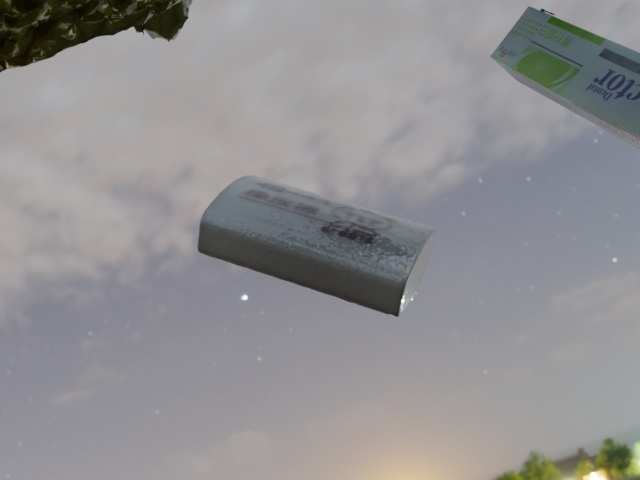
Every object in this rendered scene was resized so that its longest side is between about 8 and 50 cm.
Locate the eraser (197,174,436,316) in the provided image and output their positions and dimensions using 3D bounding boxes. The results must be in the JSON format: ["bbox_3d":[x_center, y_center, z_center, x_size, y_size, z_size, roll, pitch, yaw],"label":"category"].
[{"bbox_3d":[0.000,0.000,1.038,0.174,0.270,0.094,-46,-32,-60],"label":"eraser"}]

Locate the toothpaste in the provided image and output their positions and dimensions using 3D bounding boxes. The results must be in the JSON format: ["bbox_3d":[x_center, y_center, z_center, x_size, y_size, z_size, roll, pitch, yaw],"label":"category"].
[{"bbox_3d":[0.313,-0.168,0.870,0.067,0.336,0.081,29,-76,-34],"label":"toothpaste"}]

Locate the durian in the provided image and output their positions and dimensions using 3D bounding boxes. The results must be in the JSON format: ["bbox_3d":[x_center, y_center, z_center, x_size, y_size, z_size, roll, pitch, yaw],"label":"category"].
[{"bbox_3d":[-0.184,-0.204,0.629,0.172,0.306,0.166,28,-56,-6],"label":"durian"}]
